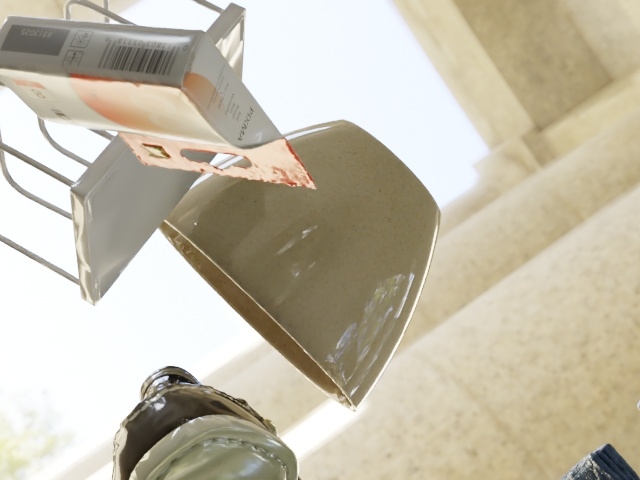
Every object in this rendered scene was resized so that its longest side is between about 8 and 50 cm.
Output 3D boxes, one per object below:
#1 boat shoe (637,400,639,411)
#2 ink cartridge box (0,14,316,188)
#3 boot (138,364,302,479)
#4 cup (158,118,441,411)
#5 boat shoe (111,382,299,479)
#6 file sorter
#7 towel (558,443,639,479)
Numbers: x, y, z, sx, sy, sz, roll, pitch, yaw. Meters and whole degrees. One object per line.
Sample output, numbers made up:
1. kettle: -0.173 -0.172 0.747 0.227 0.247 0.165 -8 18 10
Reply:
1. boat shoe: 0.387 0.137 1.503 0.072 0.190 0.068 50 -33 -2
2. ink cartridge box: -0.101 -0.070 0.936 0.145 0.045 0.179 9 -26 28
3. boot: -0.084 0.235 1.478 0.236 0.085 0.178 48 -2 -14
4. cup: 0.000 0.000 1.736 0.331 0.237 0.331 43 -7 7
5. boat shoe: -0.052 0.109 0.674 0.068 0.081 0.227 55 -7 26
6. file sorter: -0.221 -0.118 1.522 0.173 0.277 0.193 27 -32 13
7. towel: 0.298 0.275 1.650 0.067 0.029 0.119 47 -41 12
